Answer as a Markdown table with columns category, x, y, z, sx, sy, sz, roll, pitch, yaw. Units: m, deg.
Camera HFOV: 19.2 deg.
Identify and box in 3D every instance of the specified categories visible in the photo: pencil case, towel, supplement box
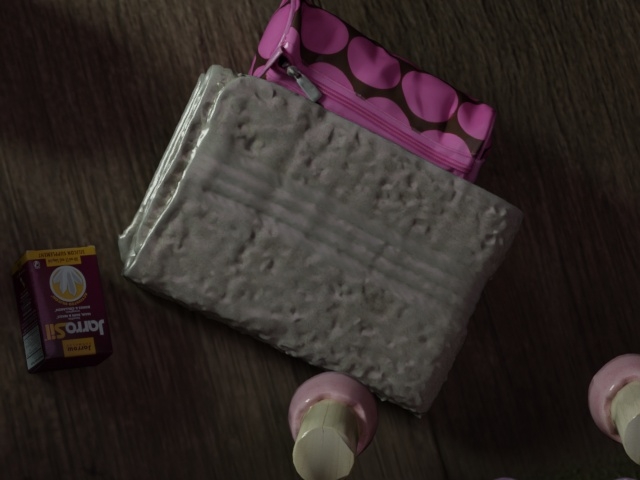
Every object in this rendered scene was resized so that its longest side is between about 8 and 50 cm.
| category | x | y | z | sx | sy | sz | roll | pitch | yaw |
| --- | --- | --- | --- | --- | --- | --- | --- | --- | --- |
| pencil case | 0.043 | -0.110 | 1.516 | 0.209 | 0.098 | 0.095 | 26 | 100 | -13 |
| towel | 0.000 | 0.000 | 1.453 | 0.282 | 0.049 | 0.187 | 27 | 88 | -15 |
| supplement box | -0.189 | 0.050 | 1.380 | 0.055 | 0.043 | 0.083 | -5 | 75 | -28 |

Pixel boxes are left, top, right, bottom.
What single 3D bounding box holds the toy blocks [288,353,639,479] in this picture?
| category | x | y | z | sx | sy | sz | roll | pitch | yaw |
| --- | --- | --- | --- | --- | --- | --- | --- | --- | --- |
| toy blocks | 0.121 | 0.237 | 1.384 | 0.288 | 0.260 | 0.309 | -3 | 98 | 3 |
